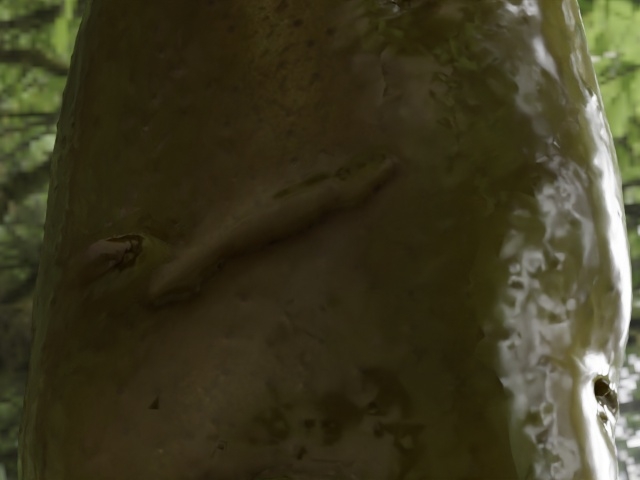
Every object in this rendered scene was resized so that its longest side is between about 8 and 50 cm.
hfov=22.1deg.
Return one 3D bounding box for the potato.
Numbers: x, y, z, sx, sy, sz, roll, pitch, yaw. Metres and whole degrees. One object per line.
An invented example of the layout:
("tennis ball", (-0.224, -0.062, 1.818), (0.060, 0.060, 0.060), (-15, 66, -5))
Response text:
("potato", (0.000, 0.000, 0.560), (0.195, 0.176, 0.369), (-15, -109, 54))
